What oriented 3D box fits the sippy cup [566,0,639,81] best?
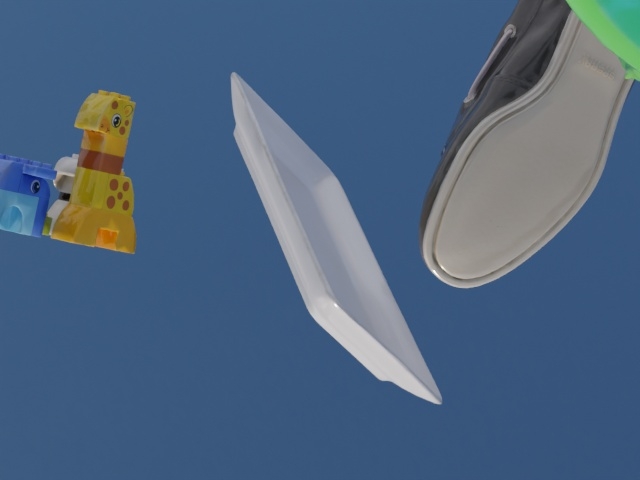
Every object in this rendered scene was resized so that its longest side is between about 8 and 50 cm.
[{"bbox_3d":[0.180,-0.172,0.515,0.306,0.240,0.224,-10,-124,32],"label":"sippy cup"}]

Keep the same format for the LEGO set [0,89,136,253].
[{"bbox_3d":[-0.164,-0.050,1.145,0.087,0.227,0.093,12,-90,32],"label":"LEGO set"}]

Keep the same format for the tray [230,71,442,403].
[{"bbox_3d":[0.000,0.000,1.375,0.030,0.145,0.270,-37,-139,11],"label":"tray"}]

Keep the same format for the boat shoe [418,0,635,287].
[{"bbox_3d":[0.175,-0.113,1.483,0.335,0.112,0.095,-58,-160,-2],"label":"boat shoe"}]
